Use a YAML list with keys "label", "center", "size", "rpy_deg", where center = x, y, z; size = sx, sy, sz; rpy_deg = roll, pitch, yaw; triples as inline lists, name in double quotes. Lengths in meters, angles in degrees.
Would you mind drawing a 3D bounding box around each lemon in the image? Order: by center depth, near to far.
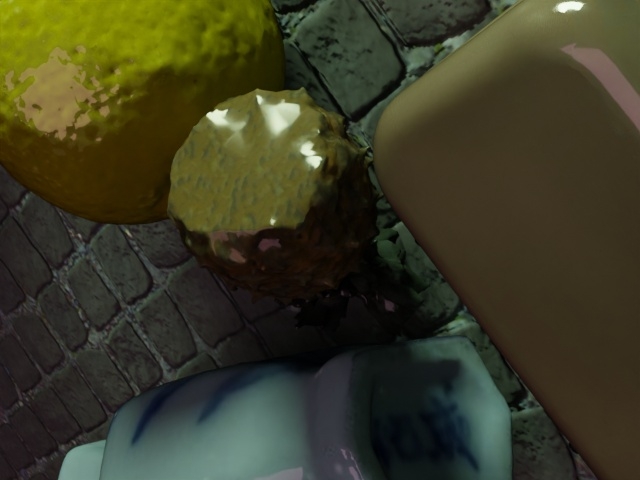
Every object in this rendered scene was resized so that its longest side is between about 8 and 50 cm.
- label: "lemon"
  center: [-0.145, -0.138, 0.731]
  size: [0.288, 0.233, 0.233]
  rpy_deg: [60, 140, 12]

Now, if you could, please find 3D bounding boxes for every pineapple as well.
- label: "pineapple"
  center: [0.001, -0.001, 0.693]
  size: [0.128, 0.128, 0.248]
  rpy_deg: [27, 172, 28]

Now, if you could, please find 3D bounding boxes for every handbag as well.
- label: "handbag"
  center: [0.201, -0.019, 0.550]
  size: [0.302, 0.149, 0.283]
  rpy_deg: [54, 141, 5]

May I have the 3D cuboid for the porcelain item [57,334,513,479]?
- label: "porcelain item"
  center: [-0.049, 0.191, 0.852]
  size: [0.405, 0.243, 0.178]
  rpy_deg: [-28, 71, 44]
